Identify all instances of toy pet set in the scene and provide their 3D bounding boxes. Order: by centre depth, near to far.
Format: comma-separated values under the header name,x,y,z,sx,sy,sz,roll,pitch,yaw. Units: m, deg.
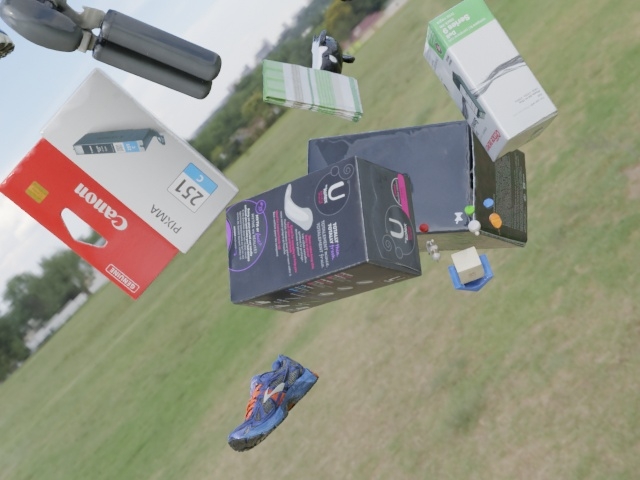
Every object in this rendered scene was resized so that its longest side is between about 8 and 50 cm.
name,x,y,z,sx,sy,sz,roll,pitch,yaw
toy pet set,0.230,0.015,1.332,0.122,0.065,0.114,-20,53,8

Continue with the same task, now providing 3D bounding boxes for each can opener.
name,x,y,z,sx,sy,sz,roll,pitch,yaw
can opener,-0.267,-0.247,1.103,0.074,0.280,0.093,-51,30,46

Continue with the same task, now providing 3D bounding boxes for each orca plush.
name,x,y,z,sx,sy,sz,roll,pitch,yaw
orca plush,0.033,-0.446,2.169,0.287,0.102,0.151,-115,34,-77

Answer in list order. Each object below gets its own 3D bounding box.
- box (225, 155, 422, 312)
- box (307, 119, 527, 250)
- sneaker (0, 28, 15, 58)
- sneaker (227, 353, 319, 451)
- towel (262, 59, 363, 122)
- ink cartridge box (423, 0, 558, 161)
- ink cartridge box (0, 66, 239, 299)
name,x,y,z,sx,sy,sz,roll,pitch,yaw
box,0.000,0.000,1.314,0.270,0.143,0.165,-19,69,37
box,0.281,-0.128,2.410,0.480,0.297,0.472,-3,-5,29
sneaker,-0.692,-0.388,1.639,0.130,0.147,0.330,-30,13,-39
sneaker,-0.094,0.273,1.450,0.083,0.087,0.221,-52,-6,38
towel,-0.014,-0.228,1.310,0.113,0.152,0.023,-96,20,-50
ink cartridge box,0.341,-0.326,1.763,0.121,0.289,0.211,-32,-8,-1
ink cartridge box,-0.325,-0.081,1.378,0.261,0.296,0.066,-49,13,2
